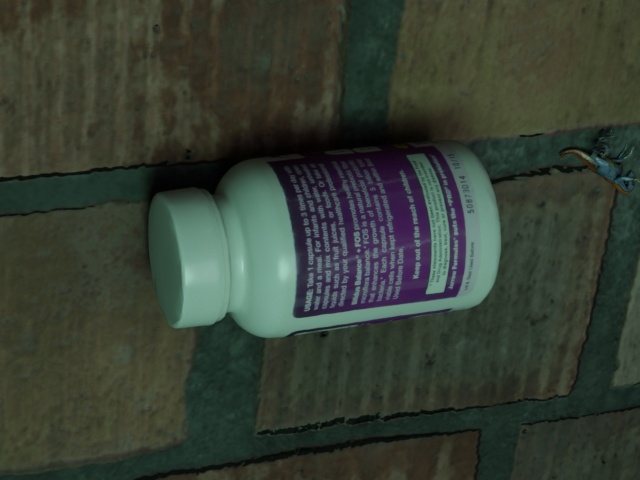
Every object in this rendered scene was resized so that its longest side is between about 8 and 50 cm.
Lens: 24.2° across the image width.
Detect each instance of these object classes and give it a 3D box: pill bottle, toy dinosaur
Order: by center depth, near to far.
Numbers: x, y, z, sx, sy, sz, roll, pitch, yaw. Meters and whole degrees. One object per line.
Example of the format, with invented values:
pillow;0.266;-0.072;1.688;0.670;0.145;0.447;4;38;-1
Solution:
pill bottle;0.000;0.000;1.386;0.302;0.169;0.169;-7;121;-20
toy dinosaur;0.302;-0.078;1.563;0.090;0.047;0.082;-3;137;17
